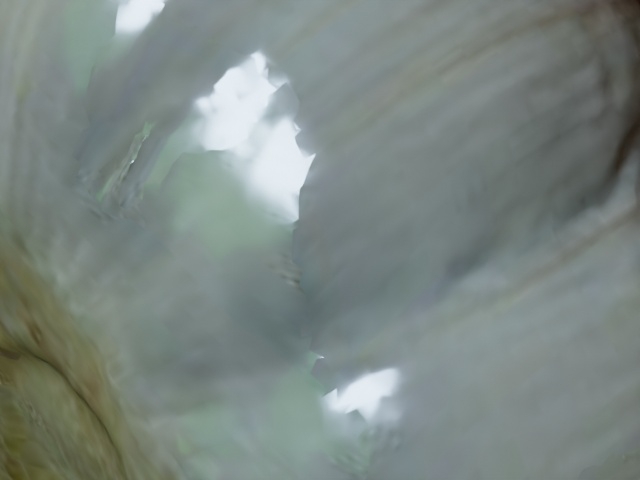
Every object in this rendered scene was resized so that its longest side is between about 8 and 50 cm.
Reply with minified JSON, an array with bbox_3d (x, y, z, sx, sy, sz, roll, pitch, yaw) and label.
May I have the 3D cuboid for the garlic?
[{"bbox_3d":[-0.014,0.006,0.613,0.322,0.241,0.322,6,100,38],"label":"garlic"}]
